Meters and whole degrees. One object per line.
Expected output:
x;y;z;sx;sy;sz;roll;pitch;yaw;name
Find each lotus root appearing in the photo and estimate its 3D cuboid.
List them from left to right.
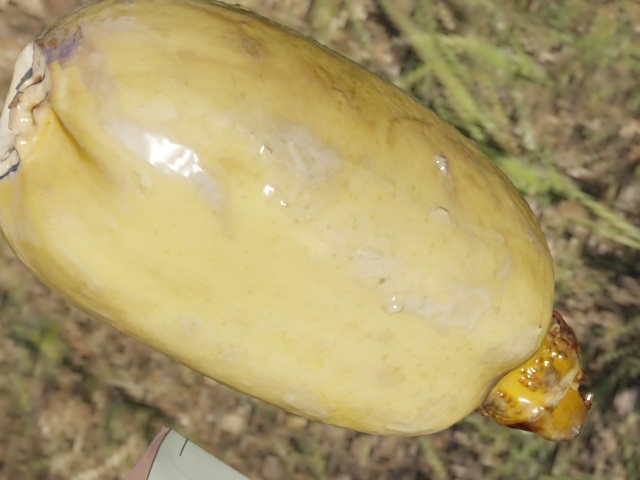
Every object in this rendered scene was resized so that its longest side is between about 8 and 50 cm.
0.000;0.000;0.885;0.169;0.342;0.151;-48;29;29;lotus root

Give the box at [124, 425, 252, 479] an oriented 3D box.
-0.110;0.309;1.612;0.215;0.215;0.086;-54;-7;-34;box
